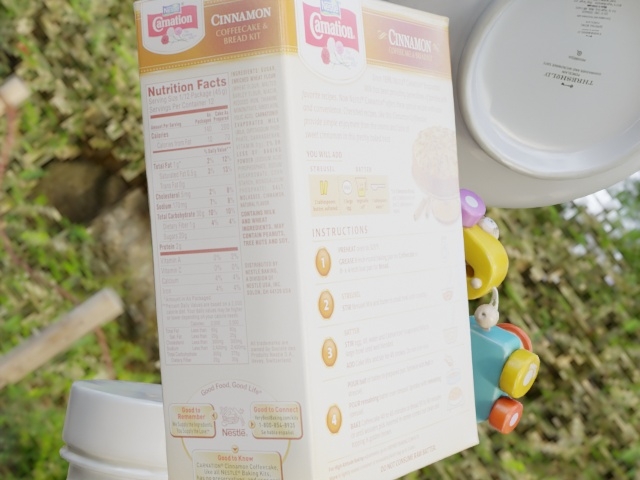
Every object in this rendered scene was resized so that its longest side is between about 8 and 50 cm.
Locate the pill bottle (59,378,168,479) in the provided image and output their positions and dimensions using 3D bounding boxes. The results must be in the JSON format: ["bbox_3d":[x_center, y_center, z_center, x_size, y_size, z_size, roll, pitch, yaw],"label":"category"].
[{"bbox_3d":[-0.110,0.201,0.775,0.131,0.131,0.229,138,-40,-89],"label":"pill bottle"}]

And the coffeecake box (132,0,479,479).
[{"bbox_3d":[0.000,0.000,0.529,0.142,0.068,0.186,-4,90,-60],"label":"coffeecake box"}]

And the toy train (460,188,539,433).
[{"bbox_3d":[0.057,0.030,0.727,0.046,0.125,0.166,-23,92,-49],"label":"toy train"}]

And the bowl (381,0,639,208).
[{"bbox_3d":[0.137,-0.128,0.812,0.298,0.298,0.134,56,10,-34],"label":"bowl"}]
